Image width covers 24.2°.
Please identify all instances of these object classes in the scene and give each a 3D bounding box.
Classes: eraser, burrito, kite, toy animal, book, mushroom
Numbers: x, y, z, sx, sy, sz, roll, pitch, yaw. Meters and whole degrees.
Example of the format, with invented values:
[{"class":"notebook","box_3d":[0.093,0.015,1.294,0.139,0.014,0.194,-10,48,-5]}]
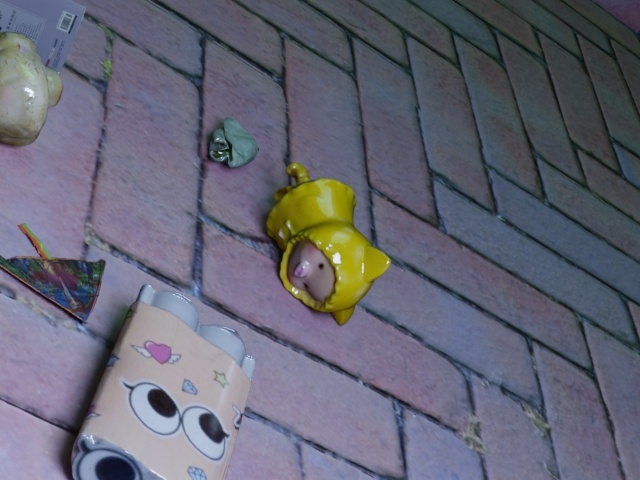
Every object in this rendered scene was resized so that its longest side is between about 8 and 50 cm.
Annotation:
[{"class":"eraser","box_3d":[-0.173,0.185,1.659,0.171,0.087,0.290,38,29,-14]},{"class":"burrito","box_3d":[-0.136,-0.139,2.205,0.074,0.044,0.118,47,25,-1]},{"class":"kite","box_3d":[-0.313,0.038,1.759,0.190,0.010,0.159,7,44,-52]},{"class":"toy animal","box_3d":[0.002,-0.003,2.099,0.156,0.156,0.229,10,45,-47]},{"class":"book","box_3d":[-0.405,-0.283,1.967,0.182,0.127,0.014,19,5,-42]},{"class":"mushroom","box_3d":[-0.382,-0.186,1.848,0.112,0.148,0.148,-9,56,-36]}]
